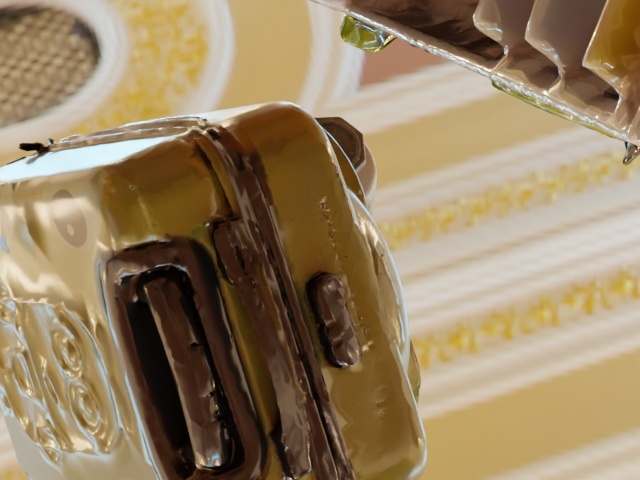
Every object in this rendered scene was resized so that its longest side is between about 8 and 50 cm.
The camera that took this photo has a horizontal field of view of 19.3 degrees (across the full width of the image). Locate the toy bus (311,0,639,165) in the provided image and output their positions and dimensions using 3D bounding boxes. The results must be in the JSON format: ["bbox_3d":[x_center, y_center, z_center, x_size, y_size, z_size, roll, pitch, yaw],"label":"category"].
[{"bbox_3d":[0.065,-0.077,0.441,0.139,0.113,0.302,18,-172,-18],"label":"toy bus"}]

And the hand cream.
[{"bbox_3d":[0.000,0.000,1.227,0.095,0.276,0.059,-34,-108,-15],"label":"hand cream"}]

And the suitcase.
[{"bbox_3d":[-0.060,0.038,0.857,0.143,0.193,0.235,-22,-169,-31],"label":"suitcase"}]
